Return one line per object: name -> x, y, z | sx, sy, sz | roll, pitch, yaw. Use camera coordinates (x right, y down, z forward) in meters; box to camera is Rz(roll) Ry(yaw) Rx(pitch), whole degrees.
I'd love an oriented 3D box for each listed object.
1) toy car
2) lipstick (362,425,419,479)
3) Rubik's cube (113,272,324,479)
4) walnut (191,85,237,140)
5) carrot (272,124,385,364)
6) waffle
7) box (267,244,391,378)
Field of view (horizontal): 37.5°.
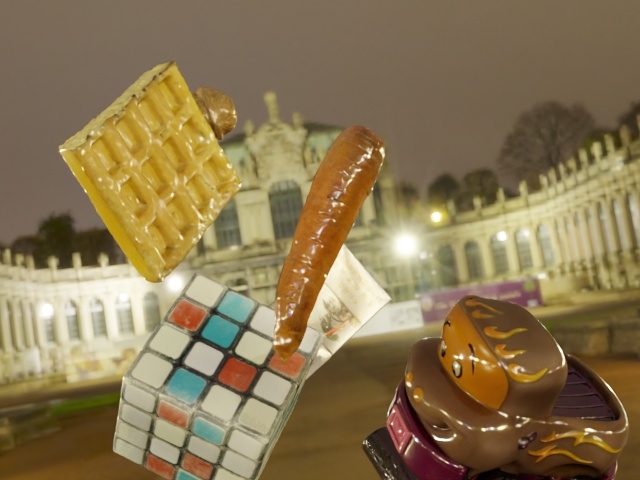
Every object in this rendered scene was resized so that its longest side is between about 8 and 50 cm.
toy car -> 0.268, 0.213, 1.275 | 0.341, 0.240, 0.271 | 10, 28, -23
lipstick -> 0.181, 0.484, 1.784 | 0.081, 0.299, 0.081 | -23, -36, -18
Rubik's cube -> -0.175, 0.259, 1.597 | 0.253, 0.256, 0.259 | 25, -43, 6
walnut -> -0.168, -0.192, 1.427 | 0.079, 0.082, 0.096 | -21, 33, -6
carrot -> 0.000, 0.000, 0.914 | 0.059, 0.247, 0.059 | 22, -8, 3
waffle -> -0.225, -0.097, 1.305 | 0.055, 0.221, 0.248 | -8, 32, 34
box -> 0.000, 0.135, 1.807 | 0.233, 0.149, 0.067 | -42, 0, -15
